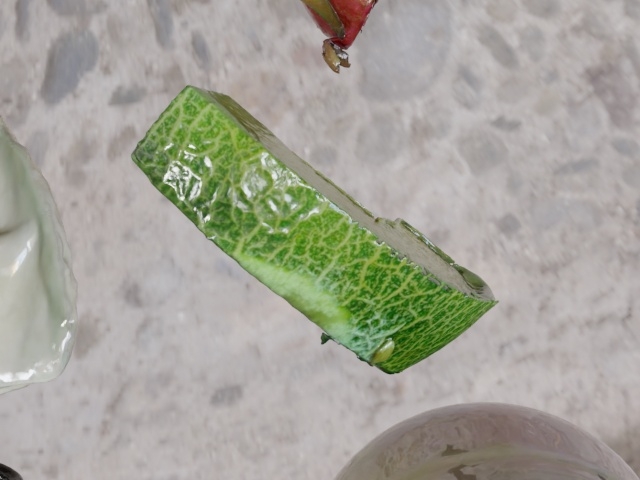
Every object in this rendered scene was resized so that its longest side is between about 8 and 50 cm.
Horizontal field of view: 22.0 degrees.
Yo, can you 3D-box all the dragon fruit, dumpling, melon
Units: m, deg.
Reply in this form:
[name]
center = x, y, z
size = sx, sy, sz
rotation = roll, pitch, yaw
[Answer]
[dragon fruit]
center = 0.015, -0.200, 1.200
size = 0.068, 0.112, 0.126
rotation = 23, 113, -7
[dumpling]
center = -0.252, 0.011, 0.929
size = 0.252, 0.131, 0.179
rotation = -8, 79, 16
[melon]
center = 0.000, 0.000, 0.776
size = 0.209, 0.118, 0.064
rotation = 38, 102, -22

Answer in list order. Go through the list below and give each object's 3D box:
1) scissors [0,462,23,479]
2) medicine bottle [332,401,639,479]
[scissors]
center = -0.263, 0.132, 0.917
size = 0.220, 0.088, 0.017
rotation = 15, 104, -30
[medicine bottle]
center = 0.103, 0.228, 0.946
size = 0.236, 0.406, 0.235
rotation = -1, 109, -3
